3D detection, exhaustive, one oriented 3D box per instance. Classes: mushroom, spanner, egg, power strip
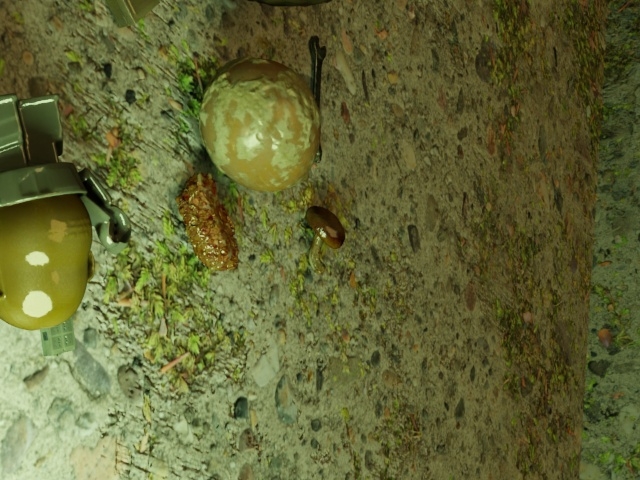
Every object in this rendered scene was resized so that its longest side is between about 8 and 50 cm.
[{"bbox_3d":[0.011,-0.002,2.026,0.088,0.073,0.129,-57,144,-88],"label":"mushroom"},{"bbox_3d":[-0.009,-0.277,2.085,0.054,0.015,0.254,21,68,-55],"label":"spanner"},{"bbox_3d":[-0.096,-0.185,1.755,0.203,0.203,0.245,-65,144,-40],"label":"egg"},{"bbox_3d":[-0.362,0.091,1.452,0.051,0.019,0.136,-9,93,-57],"label":"power strip"}]

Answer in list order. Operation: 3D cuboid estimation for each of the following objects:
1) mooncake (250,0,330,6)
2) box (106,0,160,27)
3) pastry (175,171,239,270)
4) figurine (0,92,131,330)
[{"bbox_3d":[-0.036,-0.517,1.829,0.290,0.291,0.161,-63,146,-41],"label":"mooncake"},{"bbox_3d":[-0.291,-0.377,1.620,0.079,0.035,0.083,-56,131,-46],"label":"box"},{"bbox_3d":[-0.187,-0.026,1.721,0.087,0.063,0.169,-46,119,-62],"label":"pastry"},{"bbox_3d":[-0.368,-0.030,1.322,0.343,0.167,0.284,-16,91,-38],"label":"figurine"}]
